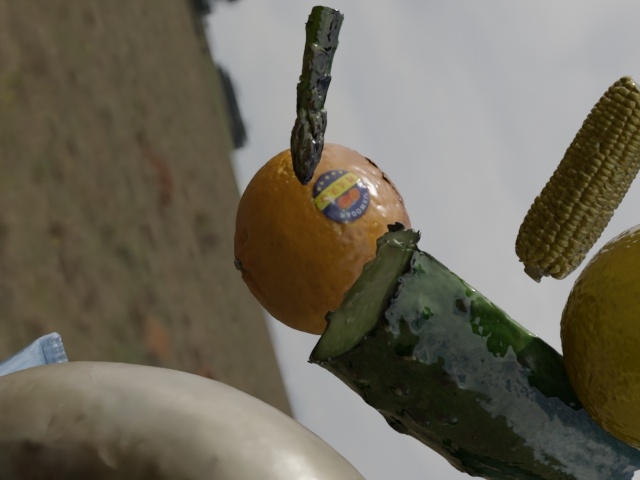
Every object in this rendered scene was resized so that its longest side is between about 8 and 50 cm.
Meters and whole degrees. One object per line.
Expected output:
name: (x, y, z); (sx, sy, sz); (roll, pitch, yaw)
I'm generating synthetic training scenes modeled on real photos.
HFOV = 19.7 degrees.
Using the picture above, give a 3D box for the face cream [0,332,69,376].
face cream: (-0.257, 0.157, 1.173); (0.385, 0.086, 0.135); (-17, 89, -62)

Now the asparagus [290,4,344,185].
asparagus: (-0.005, -0.130, 1.666); (0.036, 0.030, 0.165); (14, 80, -48)

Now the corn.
corn: (0.271, -0.059, 1.865); (0.238, 0.080, 0.080); (-62, -160, 18)

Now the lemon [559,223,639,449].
lemon: (0.278, 0.072, 1.409); (0.244, 0.187, 0.187); (-25, -100, 63)

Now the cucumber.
cucumber: (0.150, 0.131, 1.510); (0.325, 0.145, 0.105); (35, 0, -24)

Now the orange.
orange: (0.003, 0.000, 2.081); (0.219, 0.193, 0.219); (44, -17, 18)

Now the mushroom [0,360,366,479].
mushroom: (-0.116, 0.240, 0.904); (0.294, 0.362, 0.362); (-8, 80, -69)
